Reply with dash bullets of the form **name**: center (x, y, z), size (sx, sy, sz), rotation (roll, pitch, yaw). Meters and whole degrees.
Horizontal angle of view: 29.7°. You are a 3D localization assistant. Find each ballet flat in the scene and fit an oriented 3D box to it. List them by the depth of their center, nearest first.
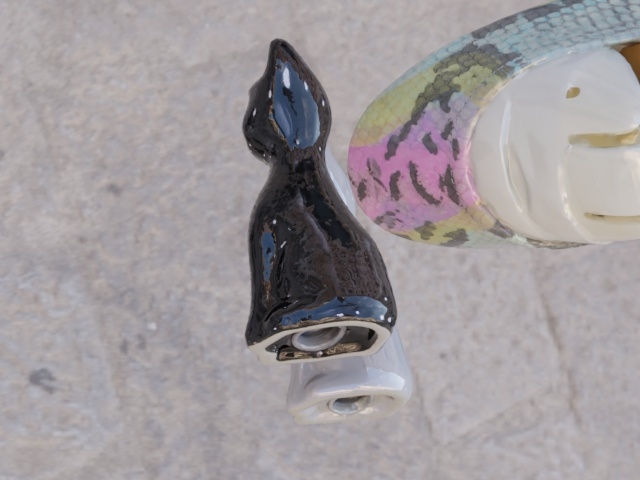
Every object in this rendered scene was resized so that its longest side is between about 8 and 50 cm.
- **ballet flat**: center (0.114, -0.034, 0.343), size (0.079, 0.221, 0.077), rotation (-84, 162, -63)

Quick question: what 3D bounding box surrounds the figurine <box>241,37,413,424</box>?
- **figurine**: center (0.000, 0.000, 0.832), size (0.215, 0.092, 0.210), rotation (71, 10, -63)
